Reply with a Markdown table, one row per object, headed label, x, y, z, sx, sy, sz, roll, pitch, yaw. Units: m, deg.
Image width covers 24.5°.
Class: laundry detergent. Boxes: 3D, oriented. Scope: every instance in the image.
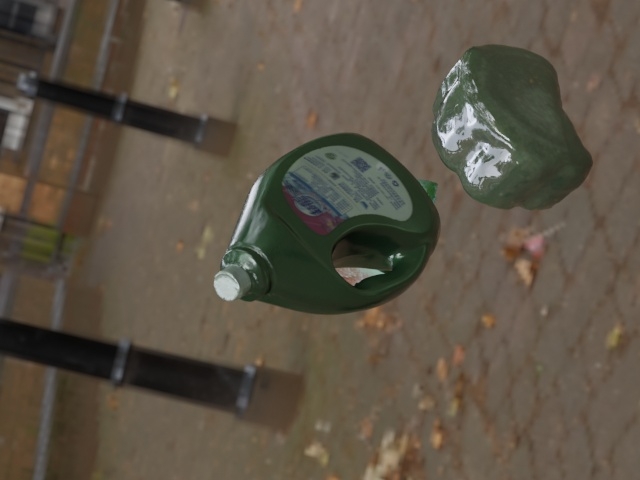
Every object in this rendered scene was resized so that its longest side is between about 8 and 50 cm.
| label | x | y | z | sx | sy | sz | roll | pitch | yaw |
| --- | --- | --- | --- | --- | --- | --- | --- | --- | --- |
| laundry detergent | 0.000 | 0.000 | 1.076 | 0.211 | 0.137 | 0.063 | -36 | -11 | -51 |

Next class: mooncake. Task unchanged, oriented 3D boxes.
| label | x | y | z | sx | sy | sz | roll | pitch | yaw |
| --- | --- | --- | --- | --- | --- | --- | --- | --- | --- |
| mooncake | 0.192 | -0.112 | 1.470 | 0.104 | 0.168 | 0.175 | -61 | -1 | 43 |

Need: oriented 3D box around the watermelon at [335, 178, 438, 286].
| label | x | y | z | sx | sy | sz | roll | pitch | yaw |
| --- | --- | --- | --- | --- | --- | --- | --- | --- | --- |
| watermelon | 0.049 | 0.012 | 1.784 | 0.154 | 0.094 | 0.241 | -59 | 5 | -30 |
